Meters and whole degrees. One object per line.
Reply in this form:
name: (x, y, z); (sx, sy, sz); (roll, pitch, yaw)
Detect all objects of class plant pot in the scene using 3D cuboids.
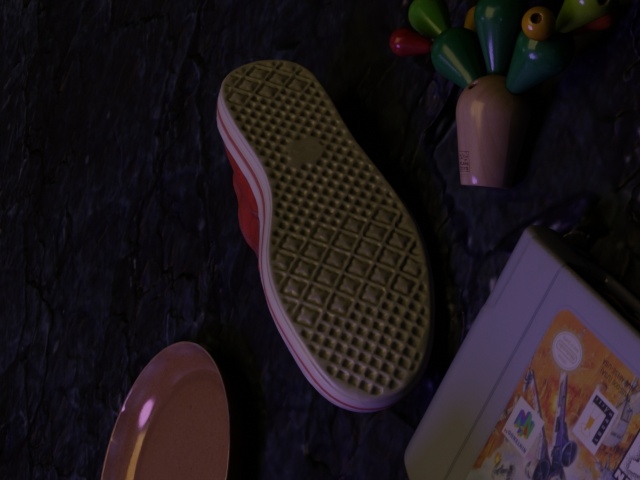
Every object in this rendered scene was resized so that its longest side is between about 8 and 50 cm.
plant pot: (-0.125, 0.205, 1.276); (0.236, 0.032, 0.236); (-32, 49, 48)

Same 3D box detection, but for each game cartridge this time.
game cartridge: (0.149, 0.141, 0.828); (0.198, 0.062, 0.297); (-60, 32, 14)

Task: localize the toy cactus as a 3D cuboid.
toy cactus: (0.113, -0.125, 0.984); (0.219, 0.112, 0.180); (6, 91, 51)

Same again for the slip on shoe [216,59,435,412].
slip on shoe: (0.000, 0.000, 1.108); (0.101, 0.123, 0.331); (89, 163, -45)
